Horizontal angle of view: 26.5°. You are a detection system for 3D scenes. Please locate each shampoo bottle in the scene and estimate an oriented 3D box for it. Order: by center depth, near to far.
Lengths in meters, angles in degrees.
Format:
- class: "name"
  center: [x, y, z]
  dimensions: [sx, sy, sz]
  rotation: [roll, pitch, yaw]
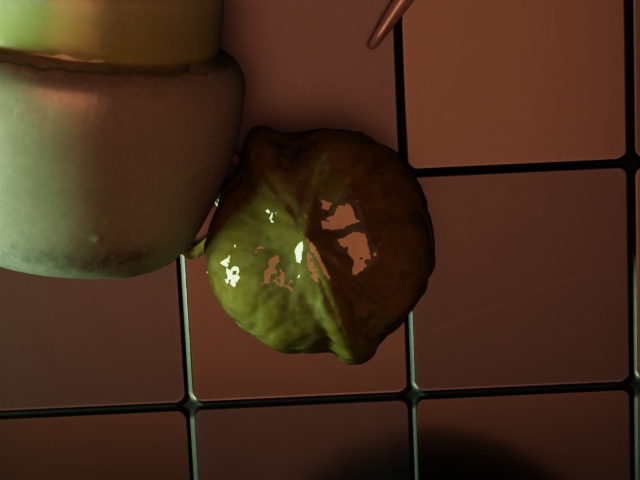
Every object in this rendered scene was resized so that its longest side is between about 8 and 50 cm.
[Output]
- class: "shampoo bottle"
  center: [-0.238, -0.127, 1.318]
  dimensions: [0.322, 0.322, 0.318]
  rotation: [10, 105, -2]

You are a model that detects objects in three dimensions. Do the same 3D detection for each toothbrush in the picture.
- class: "toothbrush"
  center: [0.137, -0.333, 1.438]
  dimensions: [0.029, 0.025, 0.307]
  rotation: [36, 96, 3]

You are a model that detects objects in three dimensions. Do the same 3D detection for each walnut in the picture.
- class: "walnut"
  center: [0.000, 0.000, 1.364]
  dimensions: [0.227, 0.283, 0.283]
  rotation: [-25, 98, 3]

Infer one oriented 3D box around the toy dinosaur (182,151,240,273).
- class: "toy dinosaur"
  center: [-0.076, -0.001, 1.481]
  dimensions: [0.162, 0.039, 0.126]
  rotation: [40, 95, -7]
